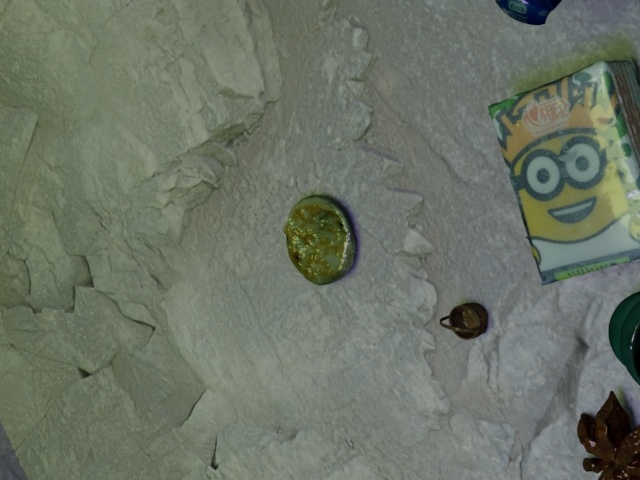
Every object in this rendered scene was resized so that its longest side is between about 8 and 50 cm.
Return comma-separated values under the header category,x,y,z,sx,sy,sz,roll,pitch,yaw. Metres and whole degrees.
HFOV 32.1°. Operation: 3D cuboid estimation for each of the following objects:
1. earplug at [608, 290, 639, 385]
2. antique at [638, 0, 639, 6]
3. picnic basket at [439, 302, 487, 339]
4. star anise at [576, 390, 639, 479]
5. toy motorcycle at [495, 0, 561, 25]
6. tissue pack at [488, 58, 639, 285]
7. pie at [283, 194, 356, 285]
category,x,y,z,sx,sy,sz,roll,pitch,yaw
earplug,0.552,0.191,1.686,0.257,0.164,0.280,60,173,-27
antique,0.598,-0.404,1.561,0.310,0.087,0.093,-12,92,43
picnic basket,0.254,0.149,1.999,0.072,0.083,0.072,10,105,41
star anise,0.495,0.353,1.813,0.196,0.111,0.212,-29,72,36
toy motorcycle,0.346,-0.430,1.627,0.125,0.331,0.196,27,128,19
tissue pack,0.418,-0.106,1.762,0.228,0.128,0.311,-19,86,42
pie,0.000,0.000,2.234,0.187,0.041,0.187,11,107,41
